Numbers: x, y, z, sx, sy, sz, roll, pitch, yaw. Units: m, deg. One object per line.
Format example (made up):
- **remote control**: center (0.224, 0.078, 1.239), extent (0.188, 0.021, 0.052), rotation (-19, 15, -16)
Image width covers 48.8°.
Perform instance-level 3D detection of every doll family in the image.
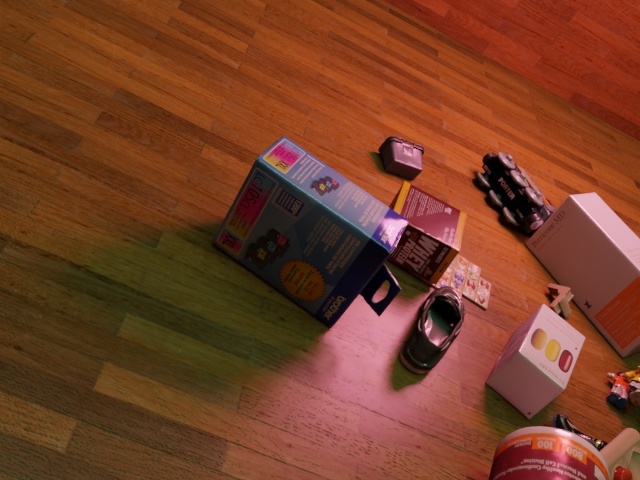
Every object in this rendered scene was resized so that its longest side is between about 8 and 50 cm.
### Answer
- **doll family**: center (0.890, 0.416, 1.860), extent (0.263, 0.118, 0.163), rotation (41, 37, 10)

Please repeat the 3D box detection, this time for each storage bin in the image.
- **storage bin**: center (0.257, -0.251, 2.166), extent (0.135, 0.098, 0.091), rotation (15, 50, -23)

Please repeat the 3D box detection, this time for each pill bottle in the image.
- **pill bottle**: center (0.390, 0.540, 1.250), extent (0.224, 0.224, 0.392), rotation (35, 36, 1)

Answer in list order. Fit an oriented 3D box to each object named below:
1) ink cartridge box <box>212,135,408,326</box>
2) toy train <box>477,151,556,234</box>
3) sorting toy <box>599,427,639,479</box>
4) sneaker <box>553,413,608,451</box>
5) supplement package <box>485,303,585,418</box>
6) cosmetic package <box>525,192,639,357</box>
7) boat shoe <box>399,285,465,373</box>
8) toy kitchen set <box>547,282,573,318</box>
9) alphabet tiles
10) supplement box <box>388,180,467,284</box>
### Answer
- **ink cartridge box**: center (0.000, 0.000, 1.528), extent (0.396, 0.270, 0.151), rotation (34, 38, 0)
- **toy train**: center (0.653, -0.155, 2.327), extent (0.190, 0.142, 0.333), rotation (17, 36, -41)
- **sorting toy**: center (0.718, 0.544, 1.577), extent (0.307, 0.041, 0.228), rotation (-12, 85, -44)
- **sneaker**: center (0.616, 0.469, 1.624), extent (0.188, 0.078, 0.067), rotation (48, 38, 19)
- **supplement package**: center (0.526, 0.289, 1.713), extent (0.139, 0.133, 0.244), rotation (40, 37, 9)
- **cosmetic package**: center (0.861, 0.094, 2.111), extent (0.162, 0.230, 0.453), rotation (-7, 52, -41)
- **boat shoe**: center (0.289, 0.192, 1.677), extent (0.112, 0.095, 0.335), rotation (38, 36, 5)
- **toy kitchen set**: center (0.684, 0.182, 2.051), extent (0.083, 0.075, 0.068), rotation (-42, 119, -21)
- **alphabet tiles**: center (0.359, 0.090, 1.920), extent (0.237, 0.009, 0.198), rotation (32, 36, -2)
- **supplement box**: center (0.262, -0.022, 1.860), extent (0.194, 0.129, 0.191), rotation (28, 36, -1)
